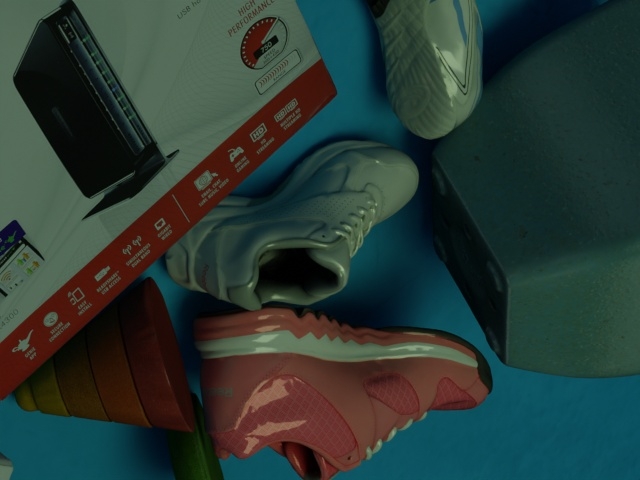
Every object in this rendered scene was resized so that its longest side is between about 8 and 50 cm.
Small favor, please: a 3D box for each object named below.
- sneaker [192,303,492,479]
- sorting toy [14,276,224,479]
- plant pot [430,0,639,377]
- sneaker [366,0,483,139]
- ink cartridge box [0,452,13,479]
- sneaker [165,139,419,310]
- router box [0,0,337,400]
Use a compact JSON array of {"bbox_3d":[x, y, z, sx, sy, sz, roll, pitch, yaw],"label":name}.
[{"bbox_3d":[0.016,0.137,1.510,0.314,0.116,0.136,11,77,-41],"label":"sneaker"},{"bbox_3d":[-0.146,0.183,1.449,0.126,0.127,0.365,-15,137,0],"label":"sorting toy"},{"bbox_3d":[0.233,-0.025,1.524,0.252,0.247,0.248,-23,148,-10],"label":"plant pot"},{"bbox_3d":[0.082,-0.191,1.408,0.086,0.085,0.237,-55,147,-42],"label":"sneaker"},{"bbox_3d":[-0.320,0.137,1.177,0.191,0.139,0.082,16,100,-49],"label":"ink cartridge box"},{"bbox_3d":[0.000,0.000,1.423,0.232,0.115,0.090,-28,134,-29],"label":"sneaker"},{"bbox_3d":[-0.175,-0.102,1.200,0.335,0.082,0.301,-43,140,-13],"label":"router box"}]
